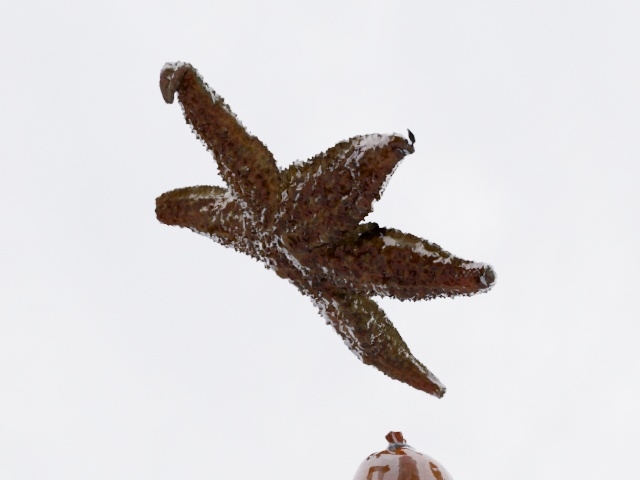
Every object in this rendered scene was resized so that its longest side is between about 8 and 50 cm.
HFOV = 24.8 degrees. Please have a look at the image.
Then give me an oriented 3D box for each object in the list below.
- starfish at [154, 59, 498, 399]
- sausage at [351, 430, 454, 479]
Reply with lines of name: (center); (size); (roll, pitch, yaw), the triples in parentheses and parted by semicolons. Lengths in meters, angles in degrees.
starfish: (-0.001, 0.001, 0.775); (0.240, 0.043, 0.227); (52, -28, -22)
sausage: (0.042, 0.218, 0.505); (0.053, 0.347, 0.053); (-3, -39, -2)
